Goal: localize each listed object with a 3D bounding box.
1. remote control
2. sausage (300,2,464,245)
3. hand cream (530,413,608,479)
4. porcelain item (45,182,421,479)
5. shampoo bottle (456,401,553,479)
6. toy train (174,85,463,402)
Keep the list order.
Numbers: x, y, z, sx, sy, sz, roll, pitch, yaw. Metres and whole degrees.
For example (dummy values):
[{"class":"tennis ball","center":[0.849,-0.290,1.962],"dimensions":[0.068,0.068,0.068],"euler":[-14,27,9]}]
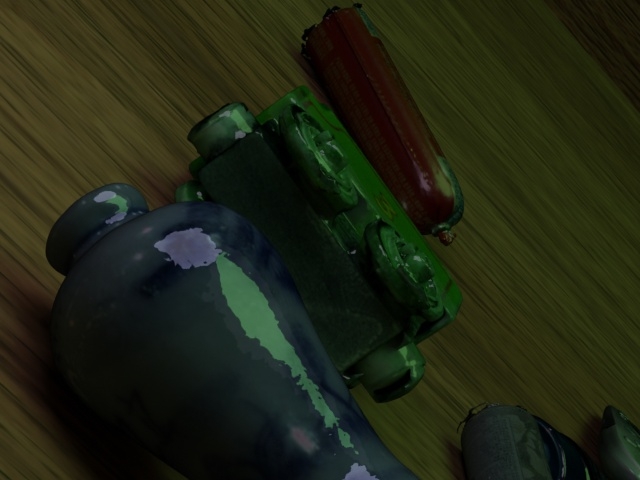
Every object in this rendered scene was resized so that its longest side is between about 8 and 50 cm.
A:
[{"class":"remote control","center":[0.301,0.212,1.833],"dimensions":[0.097,0.045,0.256],"euler":[49,11,2]},{"class":"sausage","center":[0.066,-0.104,1.827],"dimensions":[0.083,0.083,0.264],"euler":[21,38,-58]},{"class":"hand cream","center":[0.240,0.235,1.657],"dimensions":[0.270,0.061,0.120],"euler":[40,20,-48]},{"class":"porcelain item","center":[-0.054,0.077,1.063],"dimensions":[0.259,0.141,0.141],"euler":[49,16,20]},{"class":"shampoo bottle","center":[0.153,0.214,1.459],"dimensions":[0.072,0.072,0.214],"euler":[43,20,-27]},{"class":"toy train","center":[0.000,0.000,1.394],"dimensions":[0.243,0.132,0.188],"euler":[54,13,-4]}]
